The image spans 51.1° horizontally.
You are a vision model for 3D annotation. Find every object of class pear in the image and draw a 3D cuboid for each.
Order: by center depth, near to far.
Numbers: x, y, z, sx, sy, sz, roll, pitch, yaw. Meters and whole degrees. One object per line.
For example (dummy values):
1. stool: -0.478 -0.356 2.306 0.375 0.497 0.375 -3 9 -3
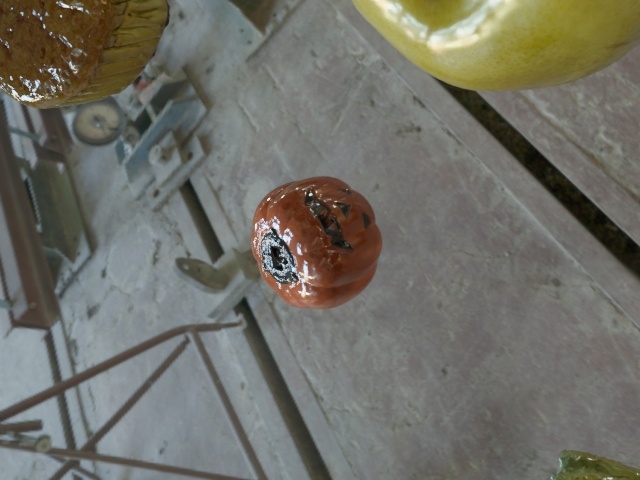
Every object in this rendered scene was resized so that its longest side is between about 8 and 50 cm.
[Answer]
1. pear: 0.161 -0.272 0.529 0.314 0.314 0.314 -17 62 35

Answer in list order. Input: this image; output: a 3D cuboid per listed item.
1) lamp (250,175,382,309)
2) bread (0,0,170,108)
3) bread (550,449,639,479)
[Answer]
1. lamp: 0.000 0.000 0.940 0.188 0.164 0.187 26 128 39
2. bread: -0.304 -0.277 0.732 0.253 0.142 0.227 43 121 -2
3. bread: 0.273 0.328 0.658 0.124 0.257 0.186 16 48 32
